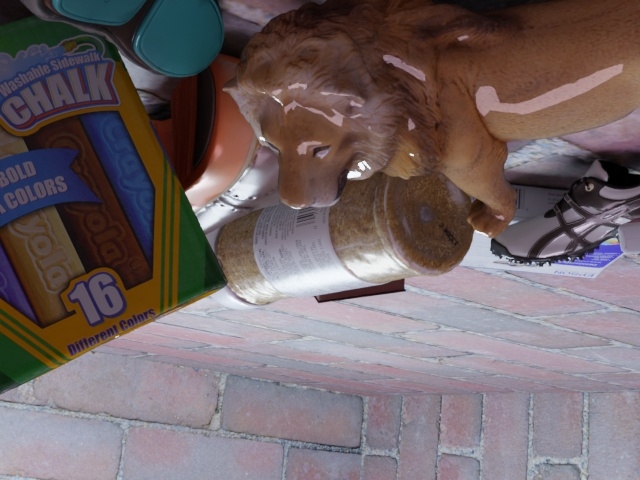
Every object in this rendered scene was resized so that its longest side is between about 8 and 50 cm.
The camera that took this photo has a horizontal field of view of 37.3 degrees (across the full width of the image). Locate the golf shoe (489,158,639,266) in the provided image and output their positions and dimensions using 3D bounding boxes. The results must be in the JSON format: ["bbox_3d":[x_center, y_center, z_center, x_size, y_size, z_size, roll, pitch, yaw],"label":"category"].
[{"bbox_3d":[0.249,-0.031,0.891,0.198,0.093,0.077,-10,-164,29],"label":"golf shoe"}]

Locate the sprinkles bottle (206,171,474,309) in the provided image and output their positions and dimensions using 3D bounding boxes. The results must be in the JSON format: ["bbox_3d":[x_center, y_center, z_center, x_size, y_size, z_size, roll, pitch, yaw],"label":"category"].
[{"bbox_3d":[0.000,0.000,1.018,0.121,0.121,0.355,15,163,-34],"label":"sprinkles bottle"}]

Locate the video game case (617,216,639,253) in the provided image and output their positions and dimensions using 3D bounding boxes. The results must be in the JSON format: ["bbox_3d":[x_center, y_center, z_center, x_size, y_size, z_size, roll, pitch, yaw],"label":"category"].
[{"bbox_3d":[0.378,-0.031,0.725,0.204,0.025,0.285,-6,-175,39],"label":"video game case"}]

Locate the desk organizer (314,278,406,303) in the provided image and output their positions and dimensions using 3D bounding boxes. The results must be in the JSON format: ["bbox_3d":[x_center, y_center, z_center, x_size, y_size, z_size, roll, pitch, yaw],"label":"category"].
[{"bbox_3d":[0.052,0.049,1.334,0.130,0.050,0.047,-7,-157,-14],"label":"desk organizer"}]

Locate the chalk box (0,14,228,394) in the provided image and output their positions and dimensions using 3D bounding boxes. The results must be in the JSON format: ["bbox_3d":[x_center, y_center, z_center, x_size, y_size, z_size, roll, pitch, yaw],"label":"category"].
[{"bbox_3d":[-0.227,-0.051,0.697,0.179,0.288,0.180,-24,-179,-25],"label":"chalk box"}]

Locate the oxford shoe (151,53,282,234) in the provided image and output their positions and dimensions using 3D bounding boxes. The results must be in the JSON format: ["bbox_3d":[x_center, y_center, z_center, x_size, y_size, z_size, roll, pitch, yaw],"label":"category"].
[{"bbox_3d":[-0.091,-0.053,0.849,0.133,0.129,0.364,3,169,-25],"label":"oxford shoe"}]

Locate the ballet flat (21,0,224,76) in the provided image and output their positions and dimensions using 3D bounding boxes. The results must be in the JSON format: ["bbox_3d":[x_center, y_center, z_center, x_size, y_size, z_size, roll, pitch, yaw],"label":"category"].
[{"bbox_3d":[-0.123,-0.154,0.576,0.068,0.072,0.213,41,-171,13],"label":"ballet flat"}]

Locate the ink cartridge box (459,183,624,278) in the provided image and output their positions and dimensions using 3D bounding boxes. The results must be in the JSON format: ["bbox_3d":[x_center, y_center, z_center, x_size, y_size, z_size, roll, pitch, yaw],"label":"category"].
[{"bbox_3d":[0.233,-0.008,1.051,0.206,0.045,0.208,6,164,0],"label":"ink cartridge box"}]

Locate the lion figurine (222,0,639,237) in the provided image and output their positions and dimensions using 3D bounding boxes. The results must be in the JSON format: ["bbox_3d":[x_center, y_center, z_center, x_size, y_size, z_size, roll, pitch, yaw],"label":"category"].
[{"bbox_3d":[0.155,-0.101,0.598,0.392,0.142,0.240,-15,152,19],"label":"lion figurine"}]
